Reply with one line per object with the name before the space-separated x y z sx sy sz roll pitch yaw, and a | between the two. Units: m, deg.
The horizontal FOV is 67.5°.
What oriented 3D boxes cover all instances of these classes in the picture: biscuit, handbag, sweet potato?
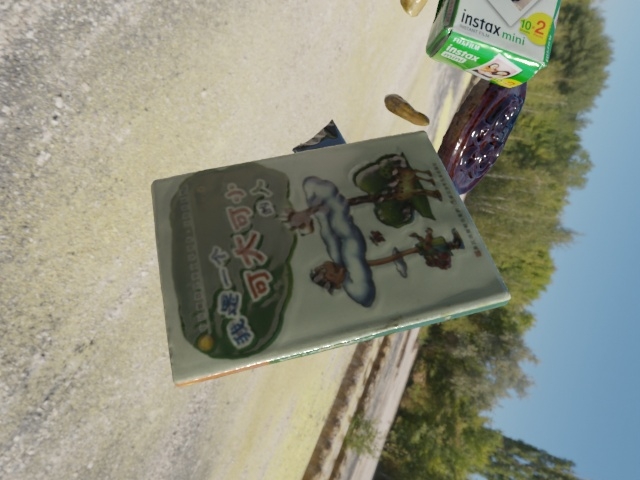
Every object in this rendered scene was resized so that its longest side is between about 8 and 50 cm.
biscuit | 0.476 -0.308 1.407 0.407 0.091 0.407 -40 153 -26
handbag | 0.038 -0.244 1.577 0.211 0.088 0.254 -41 108 -32
sweet potato | 0.237 -0.372 1.359 0.053 0.182 0.054 -33 147 -18

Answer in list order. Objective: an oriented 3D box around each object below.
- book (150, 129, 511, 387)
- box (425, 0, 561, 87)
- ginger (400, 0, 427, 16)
book | 0.000 0.000 0.566 0.043 0.371 0.260 91 -17 -59
box | 0.283 -0.387 0.758 0.103 0.180 0.250 163 -58 -81
ginger | 0.135 -0.566 0.894 0.299 0.118 0.065 55 38 -35
